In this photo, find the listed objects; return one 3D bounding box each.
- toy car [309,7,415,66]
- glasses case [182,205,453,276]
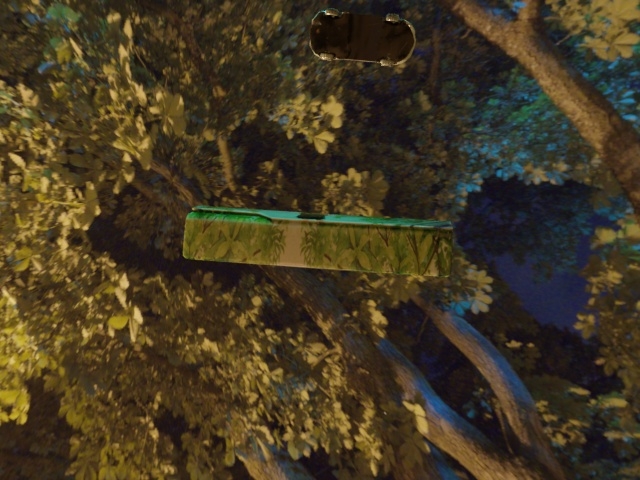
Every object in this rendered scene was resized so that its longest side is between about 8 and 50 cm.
[{"bbox_3d":[0.080,-0.388,1.212,0.205,0.056,0.095,6,-79,2],"label":"toy car"},{"bbox_3d":[0.000,0.000,0.673,0.272,0.095,0.062,3,-93,7],"label":"glasses case"}]
